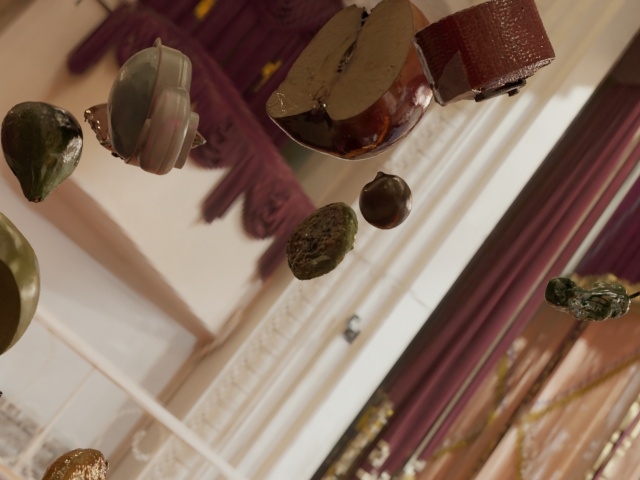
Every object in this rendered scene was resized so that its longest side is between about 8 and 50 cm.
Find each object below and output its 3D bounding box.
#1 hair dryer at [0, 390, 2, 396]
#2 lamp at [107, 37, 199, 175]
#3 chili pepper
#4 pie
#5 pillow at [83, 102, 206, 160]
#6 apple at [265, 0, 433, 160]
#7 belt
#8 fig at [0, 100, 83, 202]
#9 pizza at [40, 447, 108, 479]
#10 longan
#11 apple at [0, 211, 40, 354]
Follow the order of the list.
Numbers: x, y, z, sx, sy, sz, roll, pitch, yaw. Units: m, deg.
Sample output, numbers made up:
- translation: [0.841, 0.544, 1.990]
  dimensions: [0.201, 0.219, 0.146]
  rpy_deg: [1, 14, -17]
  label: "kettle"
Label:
- translation: [-0.707, 0.233, 1.914]
  dimensions: [0.320, 0.155, 0.284]
  rpy_deg: [22, -19, 27]
  label: "hair dryer"
- translation: [-0.246, -0.183, 1.634]
  dimensions: [0.108, 0.179, 0.246]
  rpy_deg: [9, 26, -22]
  label: "lamp"
- translation: [0.541, 0.116, 2.298]
  dimensions: [0.257, 0.100, 0.074]
  rpy_deg: [4, 35, -43]
  label: "chili pepper"
- translation: [0.000, 0.000, 2.338]
  dimensions: [0.041, 0.187, 0.187]
  rpy_deg: [40, -16, -35]
  label: "pie"
- translation: [-0.301, -0.188, 1.955]
  dimensions: [0.171, 0.179, 0.075]
  rpy_deg: [-127, -143, -55]
  label: "pillow"
- translation: [0.076, -0.338, 2.345]
  dimensions: [0.329, 0.365, 0.295]
  rpy_deg: [21, -27, 8]
  label: "apple"
- translation: [0.216, -0.241, 1.489]
  dimensions: [0.128, 0.201, 0.124]
  rpy_deg: [-21, -88, 51]
  label: "belt"
- translation: [-0.417, -0.126, 1.708]
  dimensions: [0.123, 0.156, 0.123]
  rpy_deg: [7, -16, 2]
  label: "fig"
- translation: [-0.396, 0.420, 1.873]
  dimensions: [0.063, 0.182, 0.161]
  rpy_deg: [-16, -71, 17]
  label: "pizza"
- translation: [0.118, -0.074, 2.087]
  dimensions: [0.092, 0.113, 0.113]
  rpy_deg: [5, -2, -28]
  label: "longan"
- translation: [-0.615, 0.074, 1.902]
  dimensions: [0.292, 0.292, 0.254]
  rpy_deg: [41, -55, -9]
  label: "apple"
